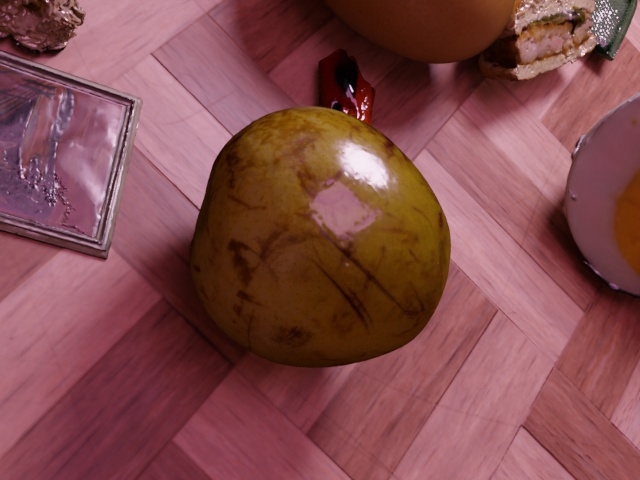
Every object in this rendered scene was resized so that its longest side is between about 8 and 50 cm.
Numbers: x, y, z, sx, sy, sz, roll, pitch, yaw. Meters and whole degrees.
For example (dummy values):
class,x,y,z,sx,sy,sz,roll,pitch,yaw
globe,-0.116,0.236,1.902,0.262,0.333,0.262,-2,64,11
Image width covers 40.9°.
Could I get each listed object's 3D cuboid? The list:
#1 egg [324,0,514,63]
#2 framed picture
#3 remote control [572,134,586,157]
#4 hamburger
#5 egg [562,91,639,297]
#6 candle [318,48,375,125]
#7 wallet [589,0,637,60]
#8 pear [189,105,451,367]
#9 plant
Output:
class,x,y,z,sx,sy,sz,roll,pitch,yaw
egg,0.124,-0.381,1.158,0.322,0.250,0.250,40,55,-14
framed picture,-0.338,-0.112,0.921,0.274,0.016,0.216,16,61,-22
remote control,0.479,-0.099,1.372,0.184,0.027,0.050,35,61,-7
hamburger,0.327,-0.328,1.325,0.262,0.131,0.124,-24,116,-40
egg,0.515,-0.091,1.253,0.337,0.337,0.201,43,23,-6
candle,0.028,-0.119,1.106,0.084,0.059,0.301,11,61,-12
wallet,0.425,-0.423,1.469,0.236,0.055,0.160,33,59,-6
pear,0.000,0.000,0.908,0.284,0.283,0.283,12,63,-25
plant,-0.333,-0.277,0.977,0.116,0.104,0.122,46,8,-48
